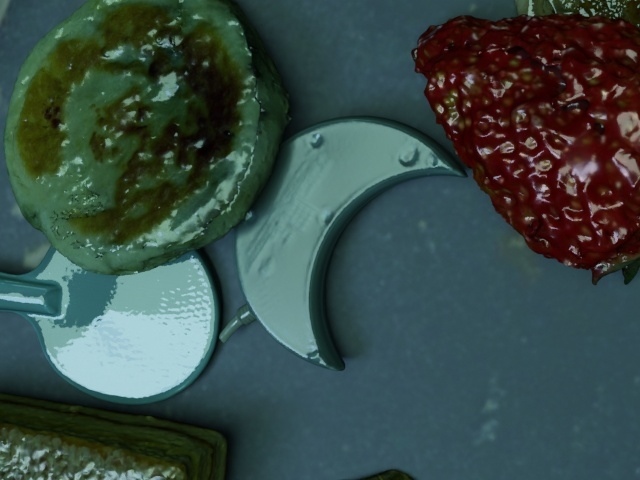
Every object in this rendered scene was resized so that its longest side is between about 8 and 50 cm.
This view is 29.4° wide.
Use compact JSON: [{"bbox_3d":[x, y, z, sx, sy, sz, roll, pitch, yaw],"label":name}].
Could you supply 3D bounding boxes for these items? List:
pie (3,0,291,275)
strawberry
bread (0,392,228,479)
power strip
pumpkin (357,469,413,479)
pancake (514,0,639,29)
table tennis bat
[{"bbox_3d":[-0.134,-0.088,0.910,0.240,0.054,0.241,-5,76,22],"label":"pie"},{"bbox_3d":[0.158,-0.085,0.808,0.228,0.098,0.174,48,120,10],"label":"strawberry"},{"bbox_3d":[-0.195,0.217,0.928,0.234,0.110,0.184,8,97,16],"label":"bread"},{"bbox_3d":[0.000,0.000,0.898,0.137,0.044,0.216,36,100,11],"label":"power strip"},{"bbox_3d":[0.035,0.202,0.907,0.083,0.028,0.050,-15,90,19],"label":"pumpkin"},{"bbox_3d":[0.211,-0.166,0.846,0.151,0.025,0.152,0,91,15],"label":"pancake"},{"bbox_3d":[-0.191,0.049,0.956,0.237,0.038,0.149,6,95,10],"label":"table tennis bat"}]
